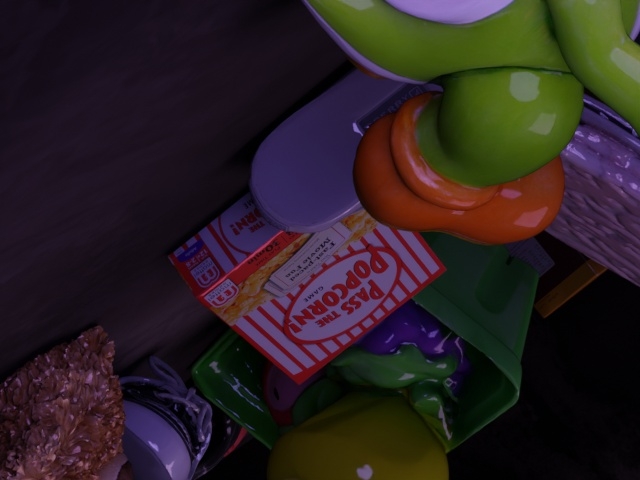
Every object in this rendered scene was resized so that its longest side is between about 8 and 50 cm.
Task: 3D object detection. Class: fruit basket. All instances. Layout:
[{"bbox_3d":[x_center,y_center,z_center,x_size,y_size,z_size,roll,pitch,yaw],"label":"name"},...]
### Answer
[{"bbox_3d":[0.026,0.168,1.659,0.392,0.283,0.392,-50,-177,3],"label":"fruit basket"}]

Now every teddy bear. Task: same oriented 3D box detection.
[{"bbox_3d":[-0.246,0.203,1.216,0.338,0.113,0.245,-40,175,14],"label":"teddy bear"}]

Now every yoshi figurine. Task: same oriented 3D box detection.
[{"bbox_3d":[0.135,-0.138,0.682,0.203,0.203,0.362,-52,178,-29],"label":"yoshi figurine"}]

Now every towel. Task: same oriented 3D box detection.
[{"bbox_3d":[0.230,-0.030,1.306,0.053,0.332,0.317,-57,173,-6],"label":"towel"}]

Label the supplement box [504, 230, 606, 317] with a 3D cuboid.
[{"bbox_3d":[0.282,-0.056,1.911,0.191,0.194,0.129,-34,172,-32],"label":"supplement box"}]

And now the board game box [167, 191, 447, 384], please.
[{"bbox_3d":[-0.004,0.015,1.207,0.147,0.045,0.193,-39,149,3],"label":"board game box"}]

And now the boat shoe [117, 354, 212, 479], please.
[{"bbox_3d":[-0.150,0.169,1.494,0.105,0.113,0.306,-43,178,-18],"label":"boat shoe"}]

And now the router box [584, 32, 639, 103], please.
[{"bbox_3d":[0.314,-0.084,1.403,0.081,0.309,0.243,-42,175,-6],"label":"router box"}]

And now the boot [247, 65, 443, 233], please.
[{"bbox_3d":[0.072,-0.096,1.046,0.258,0.095,0.123,-31,-179,8],"label":"boot"}]

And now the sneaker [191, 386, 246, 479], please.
[{"bbox_3d":[-0.196,0.258,1.908,0.276,0.097,0.135,-39,174,-13],"label":"sneaker"}]
